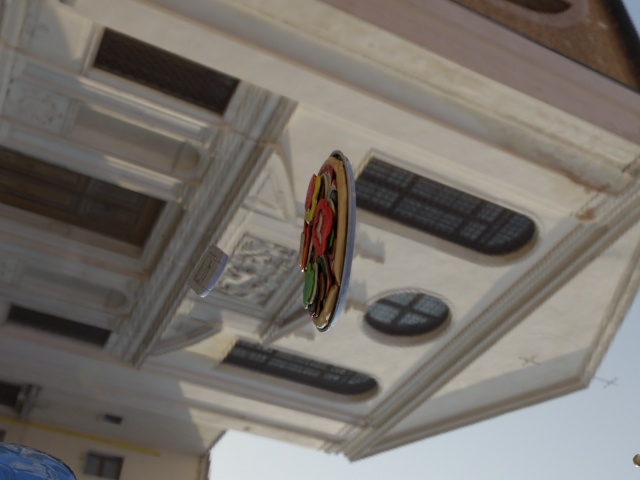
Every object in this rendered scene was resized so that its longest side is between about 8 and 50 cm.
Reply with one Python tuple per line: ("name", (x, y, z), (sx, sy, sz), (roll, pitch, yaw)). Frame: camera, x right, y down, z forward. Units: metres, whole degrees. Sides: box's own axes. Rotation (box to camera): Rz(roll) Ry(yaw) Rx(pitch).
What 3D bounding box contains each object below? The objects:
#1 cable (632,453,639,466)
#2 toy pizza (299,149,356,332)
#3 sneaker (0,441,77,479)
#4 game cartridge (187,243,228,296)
("cable", (0.435, 0.271, 0.711), (0.072, 0.287, 0.139), (90, 0, -65))
("toy pizza", (0.000, 0.000, 0.838), (0.201, 0.032, 0.201), (-175, -90, -79))
("sneaker", (-0.261, 0.163, 0.499), (0.082, 0.209, 0.069), (-10, -115, 61))
("game cartridge", (-0.187, 0.051, 1.274), (0.083, 0.017, 0.056), (-58, -142, 3))
